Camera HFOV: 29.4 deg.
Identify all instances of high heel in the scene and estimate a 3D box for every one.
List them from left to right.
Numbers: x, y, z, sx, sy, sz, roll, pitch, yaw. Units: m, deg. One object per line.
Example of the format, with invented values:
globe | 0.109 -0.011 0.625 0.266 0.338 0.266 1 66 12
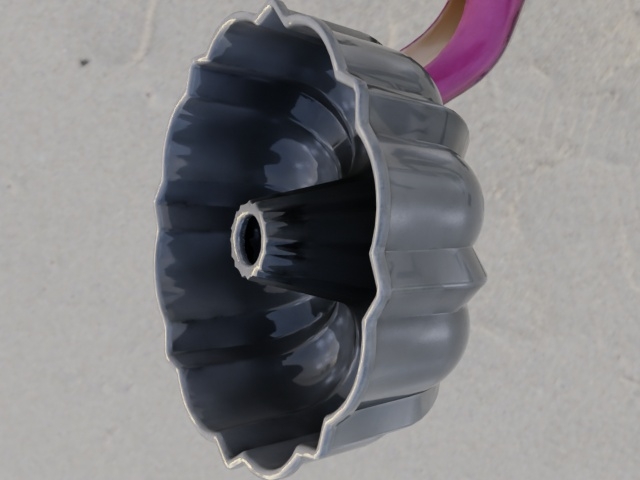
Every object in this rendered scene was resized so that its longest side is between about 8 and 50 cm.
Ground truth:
high heel | 0.085 -0.203 1.277 0.181 0.127 0.377 25 101 -10

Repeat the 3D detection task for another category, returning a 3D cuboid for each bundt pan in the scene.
bundt pan | 0.000 0.000 0.873 0.331 0.124 0.331 0 90 57
